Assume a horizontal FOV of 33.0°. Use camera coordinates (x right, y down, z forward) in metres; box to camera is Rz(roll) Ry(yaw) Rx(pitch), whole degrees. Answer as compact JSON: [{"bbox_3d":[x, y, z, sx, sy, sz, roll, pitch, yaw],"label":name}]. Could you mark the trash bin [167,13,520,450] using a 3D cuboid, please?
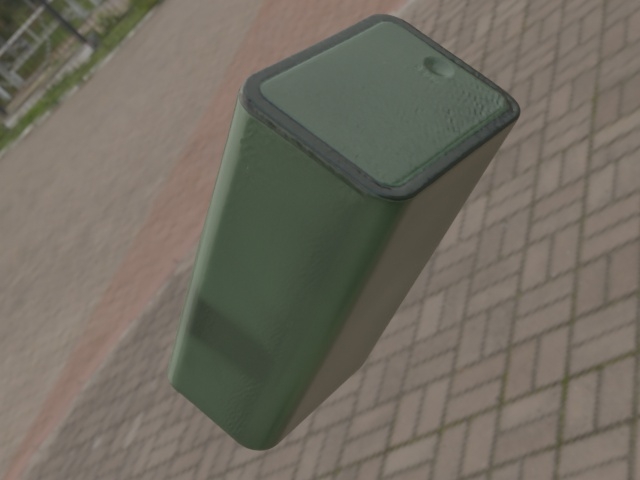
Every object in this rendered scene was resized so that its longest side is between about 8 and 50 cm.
[{"bbox_3d":[0.000,0.000,0.954,0.223,0.158,0.343,-37,-20,-45],"label":"trash bin"}]
